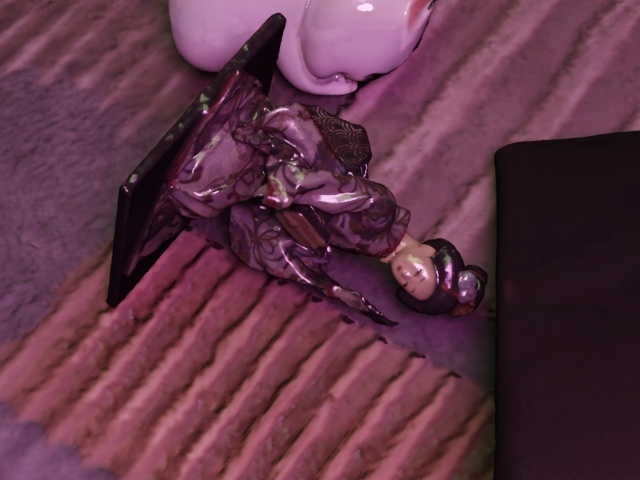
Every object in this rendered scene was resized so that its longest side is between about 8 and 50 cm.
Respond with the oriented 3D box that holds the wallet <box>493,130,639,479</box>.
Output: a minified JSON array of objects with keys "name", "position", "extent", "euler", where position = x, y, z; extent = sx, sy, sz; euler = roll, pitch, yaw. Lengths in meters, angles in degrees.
[{"name":"wallet","position":[0.189,0.040,0.825],"extent":[0.197,0.051,0.378],"euler":[-3,34,8]}]

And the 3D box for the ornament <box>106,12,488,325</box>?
[{"name":"ornament","position":[0.000,0.000,0.904],"extent":[0.196,0.166,0.153],"euler":[33,63,8]}]

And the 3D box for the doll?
[{"name":"doll","position":[-0.012,-0.158,1.026],"extent":[0.180,0.107,0.110],"euler":[13,35,6]}]
